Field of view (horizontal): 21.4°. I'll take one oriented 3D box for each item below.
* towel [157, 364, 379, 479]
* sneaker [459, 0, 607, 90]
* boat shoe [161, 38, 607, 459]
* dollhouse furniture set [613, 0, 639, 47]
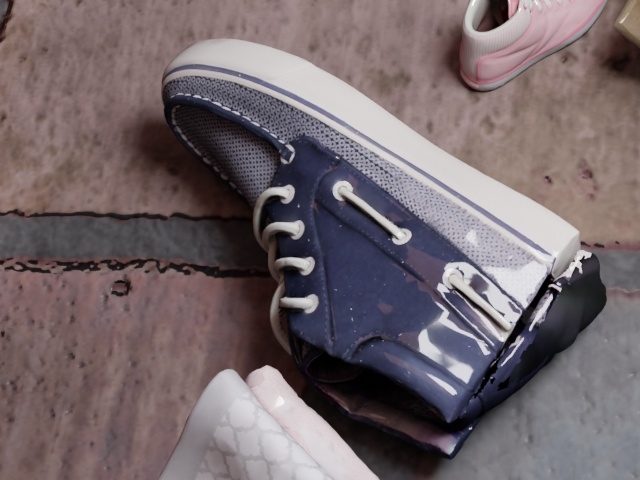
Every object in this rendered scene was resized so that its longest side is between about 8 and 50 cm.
[{"bbox_3d":[-0.028,0.281,0.856,0.317,0.053,0.332,48,118,31],"label":"towel"},{"bbox_3d":[0.151,-0.166,1.191,0.134,0.070,0.051,-38,58,-13],"label":"sneaker"},{"bbox_3d":[0.000,0.000,1.085,0.340,0.127,0.158,29,61,24],"label":"boat shoe"},{"bbox_3d":[0.329,-0.126,1.041,0.259,0.262,0.135,35,71,-7],"label":"dollhouse furniture set"}]
